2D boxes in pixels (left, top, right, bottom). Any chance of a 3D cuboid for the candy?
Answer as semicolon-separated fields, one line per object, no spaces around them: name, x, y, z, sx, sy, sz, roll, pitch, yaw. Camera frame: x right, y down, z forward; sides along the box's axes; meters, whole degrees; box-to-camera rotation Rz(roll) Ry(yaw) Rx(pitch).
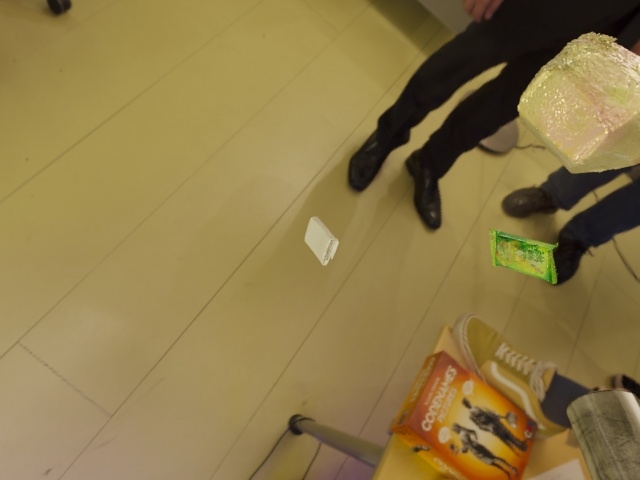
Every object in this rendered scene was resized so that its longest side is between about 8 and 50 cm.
candy;0.477;0.036;1.468;0.032;0.178;0.102;-19;115;-34

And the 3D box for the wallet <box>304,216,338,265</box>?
wallet;0.000;0.000;1.248;0.025;0.061;0.122;16;17;-26

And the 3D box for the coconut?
coconut;0.523;-0.242;1.157;0.233;0.233;0.245;-23;61;-35

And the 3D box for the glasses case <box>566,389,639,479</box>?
glasses case;0.442;0.332;0.878;0.299;0.114;0.060;-77;155;-63
